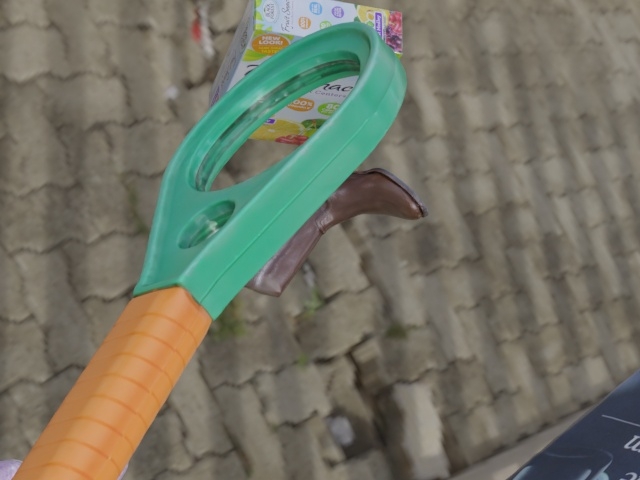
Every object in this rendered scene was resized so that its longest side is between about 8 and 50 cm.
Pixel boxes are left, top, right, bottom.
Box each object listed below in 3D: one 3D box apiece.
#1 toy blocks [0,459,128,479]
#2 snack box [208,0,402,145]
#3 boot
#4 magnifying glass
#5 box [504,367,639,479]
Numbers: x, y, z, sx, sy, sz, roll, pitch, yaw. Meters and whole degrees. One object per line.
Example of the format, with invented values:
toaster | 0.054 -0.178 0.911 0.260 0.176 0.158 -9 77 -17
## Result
toy blocks | -0.203 0.180 0.634 0.288 0.260 0.309 38 29 -38
snack box | -0.014 -0.112 0.961 0.100 0.141 0.037 6 65 -15
boot | 0.000 0.000 0.912 0.114 0.106 0.037 -48 133 -19
magnifying glass | -0.038 0.004 0.454 0.026 0.092 0.231 51 45 -26
box | 0.187 0.266 0.772 0.395 0.293 0.212 -36 106 -18
